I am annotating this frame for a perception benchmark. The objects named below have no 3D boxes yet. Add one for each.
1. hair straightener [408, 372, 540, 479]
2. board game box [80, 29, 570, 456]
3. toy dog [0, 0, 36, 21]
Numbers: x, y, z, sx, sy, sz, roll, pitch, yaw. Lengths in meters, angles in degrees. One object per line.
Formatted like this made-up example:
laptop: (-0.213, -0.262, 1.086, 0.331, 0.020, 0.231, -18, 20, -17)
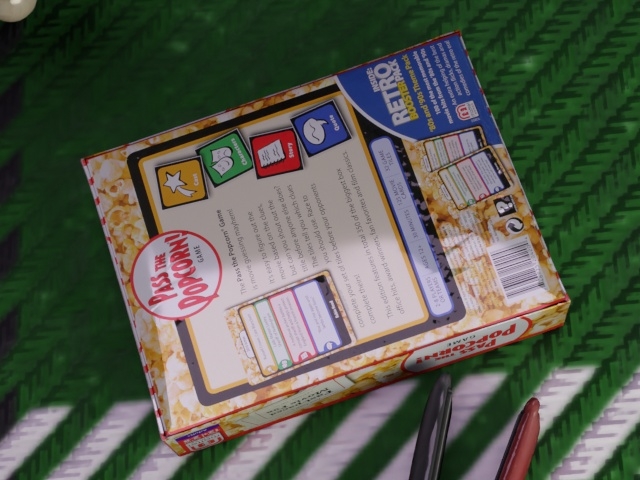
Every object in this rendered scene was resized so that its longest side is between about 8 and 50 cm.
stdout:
hair straightener: (0.022, 0.165, 0.591, 0.089, 0.047, 0.230, 18, 78, 11)
board game box: (0.000, 0.000, 0.643, 0.193, 0.045, 0.147, -18, 70, -1)
toy dog: (-0.280, -0.158, 0.669, 0.333, 0.161, 0.220, 36, 51, 26)
